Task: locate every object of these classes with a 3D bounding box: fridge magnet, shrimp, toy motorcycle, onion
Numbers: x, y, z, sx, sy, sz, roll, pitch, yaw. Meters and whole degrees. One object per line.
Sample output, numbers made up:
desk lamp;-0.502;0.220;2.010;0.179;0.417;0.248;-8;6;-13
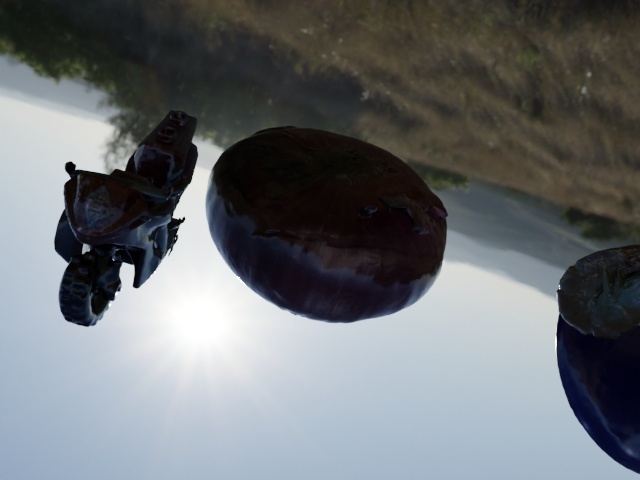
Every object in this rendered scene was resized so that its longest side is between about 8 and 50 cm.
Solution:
fridge magnet;0.377;0.135;1.024;0.266;0.265;0.113;18;158;-17
shrimp;0.302;0.036;0.846;0.091;0.184;0.043;50;-145;-12
toy motorcycle;-0.150;-0.034;0.712;0.082;0.122;0.213;20;-139;3
onion;0.000;0.000;1.258;0.348;0.285;0.347;10;-145;-7
